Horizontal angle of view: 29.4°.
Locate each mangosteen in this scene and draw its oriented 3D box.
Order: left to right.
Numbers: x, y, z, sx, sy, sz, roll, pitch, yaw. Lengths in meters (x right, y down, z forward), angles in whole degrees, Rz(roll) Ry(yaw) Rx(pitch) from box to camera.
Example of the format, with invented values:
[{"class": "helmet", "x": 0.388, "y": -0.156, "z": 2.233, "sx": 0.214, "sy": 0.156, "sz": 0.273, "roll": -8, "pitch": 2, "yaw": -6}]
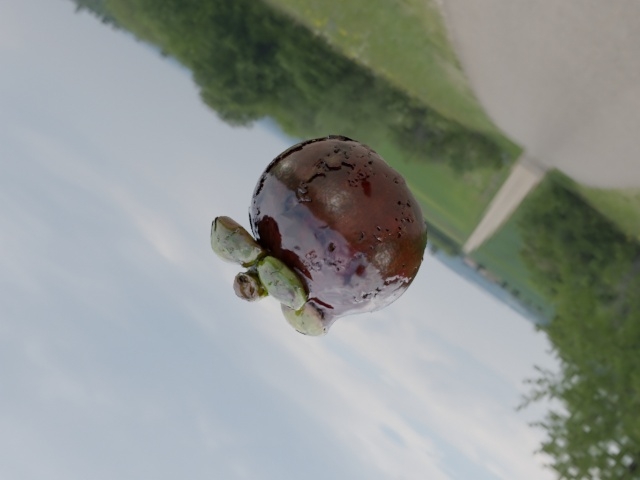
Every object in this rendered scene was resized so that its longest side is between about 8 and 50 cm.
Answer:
[{"class": "mangosteen", "x": 0.000, "y": 0.000, "z": 1.083, "sx": 0.166, "sy": 0.180, "sz": 0.166, "roll": 53, "pitch": 170, "yaw": 13}]
